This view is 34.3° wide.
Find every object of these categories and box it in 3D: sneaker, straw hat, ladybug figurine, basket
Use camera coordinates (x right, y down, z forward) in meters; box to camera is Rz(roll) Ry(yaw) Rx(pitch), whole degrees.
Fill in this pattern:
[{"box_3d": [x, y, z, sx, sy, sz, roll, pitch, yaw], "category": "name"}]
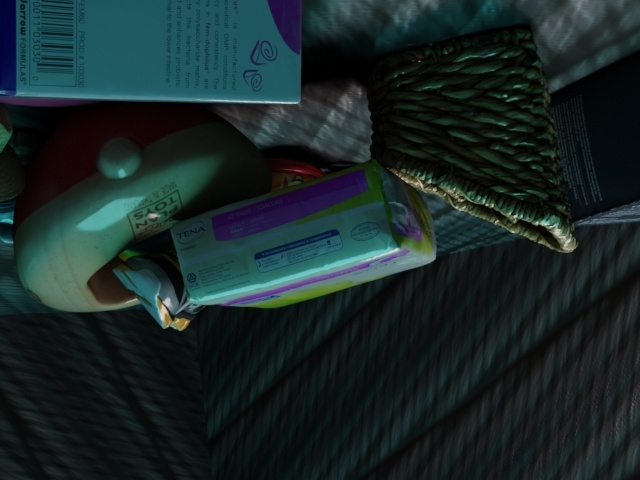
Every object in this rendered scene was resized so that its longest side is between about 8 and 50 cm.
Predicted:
[{"box_3d": [-0.381, -0.047, 1.311, 0.110, 0.122, 0.283, -7, 172, -1], "category": "sneaker"}, {"box_3d": [-0.331, -0.110, 0.995, 0.061, 0.144, 0.144, -46, 155, 23], "category": "straw hat"}, {"box_3d": [-0.211, -0.048, 1.183, 0.305, 0.162, 0.449, -26, 169, -13], "category": "ladybug figurine"}, {"box_3d": [0.171, -0.086, 1.205, 0.214, 0.223, 0.299, -10, 173, 15], "category": "basket"}, {"box_3d": [-0.156, 0.041, 1.110, 0.083, 0.084, 0.215, -39, 175, -2], "category": "sneaker"}]

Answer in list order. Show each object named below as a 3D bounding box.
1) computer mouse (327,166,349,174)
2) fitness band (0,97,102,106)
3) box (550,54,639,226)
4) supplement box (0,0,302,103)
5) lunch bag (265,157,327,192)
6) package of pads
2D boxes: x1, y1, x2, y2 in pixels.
[{"box_3d": [0.004, -0.071, 1.763, 0.188, 0.072, 0.272, 2, 155, -43], "category": "computer mouse"}, {"box_3d": [-0.242, -0.166, 0.864, 0.209, 0.054, 0.291, -8, 174, -17], "category": "fitness band"}, {"box_3d": [0.518, -0.139, 1.325, 0.343, 0.179, 0.312, -4, 173, -26], "category": "box"}, {"box_3d": [-0.129, -0.149, 0.701, 0.220, 0.111, 0.114, -3, -172, -36], "category": "supplement box"}, {"box_3d": [-0.099, -0.031, 1.600, 0.293, 0.120, 0.258, -7, 164, 27], "category": "lunch bag"}, {"box_3d": [0.000, 0.000, 1.129, 0.229, 0.101, 0.296, -17, 173, 11], "category": "package of pads"}]
